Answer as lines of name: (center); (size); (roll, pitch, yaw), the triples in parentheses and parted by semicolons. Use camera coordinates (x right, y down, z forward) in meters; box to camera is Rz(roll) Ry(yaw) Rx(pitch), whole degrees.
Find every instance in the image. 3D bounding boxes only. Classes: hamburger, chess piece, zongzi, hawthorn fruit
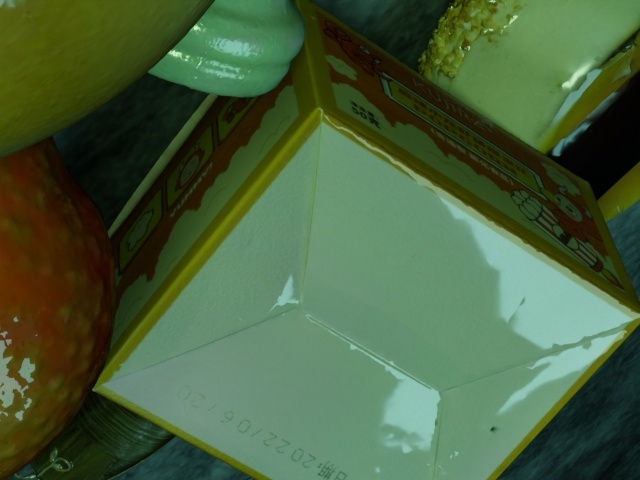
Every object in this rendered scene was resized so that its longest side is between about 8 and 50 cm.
hamburger: (0.196, -0.142, 1.500); (0.276, 0.179, 0.294); (-45, 152, -3)
chess piece: (-0.039, -0.229, 1.087); (0.139, 0.139, 0.271); (-8, 127, -52)
zongzi: (-0.152, 0.146, 1.592); (0.187, 0.084, 0.184); (-41, 168, 15)
hawthorn fruit: (-0.258, 0.011, 0.939); (0.300, 0.275, 0.275); (1, 141, -14)

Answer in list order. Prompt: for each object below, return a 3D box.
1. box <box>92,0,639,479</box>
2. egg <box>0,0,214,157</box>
box: (0.025, 0.026, 1.316); (0.283, 0.214, 0.259); (31, 111, -22)
egg: (-0.163, -0.174, 0.755); (0.351, 0.282, 0.282); (-36, 158, -37)
